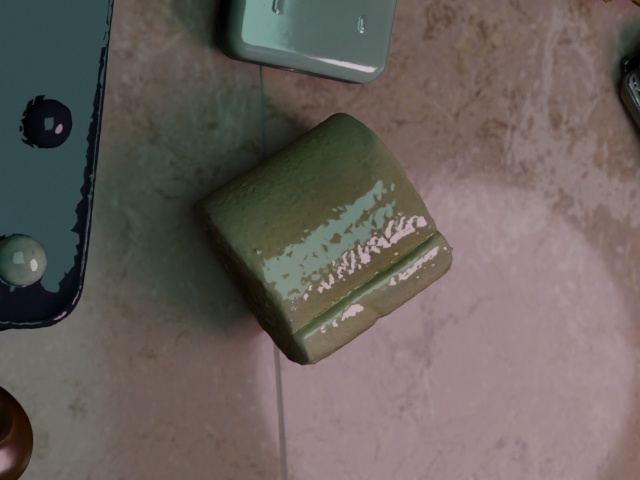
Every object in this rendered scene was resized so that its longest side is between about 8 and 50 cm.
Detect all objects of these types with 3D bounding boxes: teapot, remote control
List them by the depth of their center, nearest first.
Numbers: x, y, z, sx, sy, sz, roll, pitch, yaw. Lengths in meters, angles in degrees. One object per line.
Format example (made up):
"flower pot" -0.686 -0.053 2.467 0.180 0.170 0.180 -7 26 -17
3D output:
"teapot" -0.267 0.140 1.325 0.129 0.078 0.098 11 49 -16
"remote control" 0.004 -0.273 1.419 0.140 0.056 0.296 9 89 -26

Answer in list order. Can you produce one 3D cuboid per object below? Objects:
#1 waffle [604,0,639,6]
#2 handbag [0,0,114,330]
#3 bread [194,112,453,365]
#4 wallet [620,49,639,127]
"waffle" 0.252 -0.317 1.532 0.245 0.052 0.254 22 84 -23
"handbag" -0.279 -0.104 1.276 0.269 0.118 0.326 5 90 -24
"bread" 0.000 0.000 1.398 0.141 0.134 0.148 -34 95 -14
"wallet" 0.373 -0.130 1.592 0.231 0.069 0.170 -28 87 -24
